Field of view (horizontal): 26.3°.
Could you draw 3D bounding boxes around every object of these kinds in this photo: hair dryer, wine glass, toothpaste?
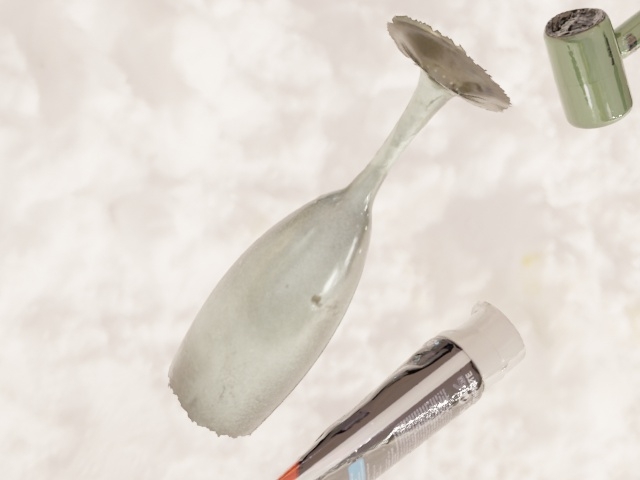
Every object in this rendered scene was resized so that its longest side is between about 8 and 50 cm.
[{"bbox_3d":[0.214,-0.141,0.921,0.150,0.071,0.047,-36,32,-24],"label":"hair dryer"},{"bbox_3d":[0.000,0.000,0.596,0.066,0.198,0.066,29,25,-15],"label":"wine glass"},{"bbox_3d":[0.036,0.105,0.779,0.193,0.071,0.045,-37,58,-22],"label":"toothpaste"}]
